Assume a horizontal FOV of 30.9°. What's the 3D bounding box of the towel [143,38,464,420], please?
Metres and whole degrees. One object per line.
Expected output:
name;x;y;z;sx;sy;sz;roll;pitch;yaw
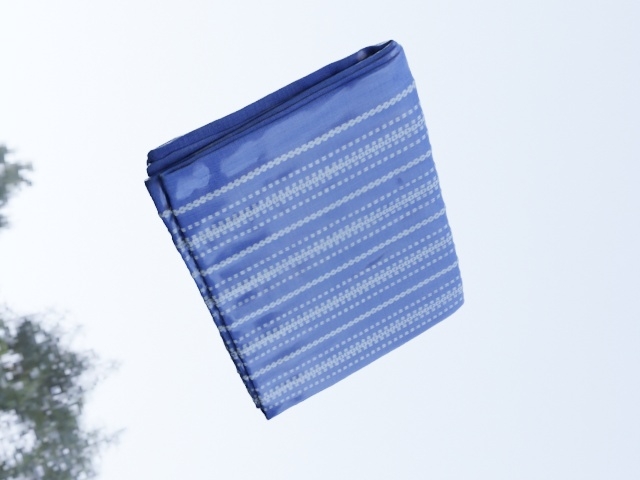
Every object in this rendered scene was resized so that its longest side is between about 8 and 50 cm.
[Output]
towel;0.000;0.000;1.038;0.040;0.243;0.336;52;-13;45
